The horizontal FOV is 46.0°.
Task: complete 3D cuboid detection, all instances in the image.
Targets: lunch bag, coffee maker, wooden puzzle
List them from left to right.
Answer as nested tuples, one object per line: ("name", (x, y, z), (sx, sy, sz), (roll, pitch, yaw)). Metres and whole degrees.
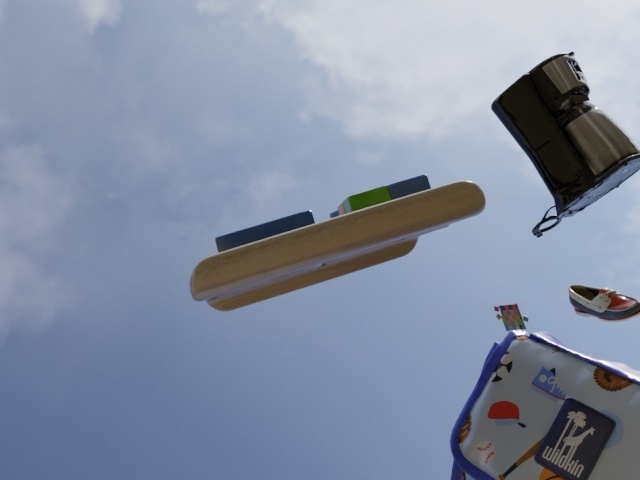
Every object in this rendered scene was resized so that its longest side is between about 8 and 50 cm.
("wooden puzzle", (0.000, 0.000, 0.924), (0.322, 0.348, 0.081), (-17, -97, -7))
("wooden puzzle", (0.345, 0.139, 1.364), (0.006, 0.083, 0.049), (-20, -90, -27))
("coffee maker", (0.305, -0.129, 0.989), (0.171, 0.120, 0.178), (-33, -109, 10))
("lunch bag", (0.337, 0.338, 0.952), (0.238, 0.327, 0.386), (-7, -70, -40))

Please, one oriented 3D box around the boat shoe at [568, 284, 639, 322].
("boat shoe", (0.423, 0.091, 1.125), (0.049, 0.137, 0.043), (-26, -80, -18))
